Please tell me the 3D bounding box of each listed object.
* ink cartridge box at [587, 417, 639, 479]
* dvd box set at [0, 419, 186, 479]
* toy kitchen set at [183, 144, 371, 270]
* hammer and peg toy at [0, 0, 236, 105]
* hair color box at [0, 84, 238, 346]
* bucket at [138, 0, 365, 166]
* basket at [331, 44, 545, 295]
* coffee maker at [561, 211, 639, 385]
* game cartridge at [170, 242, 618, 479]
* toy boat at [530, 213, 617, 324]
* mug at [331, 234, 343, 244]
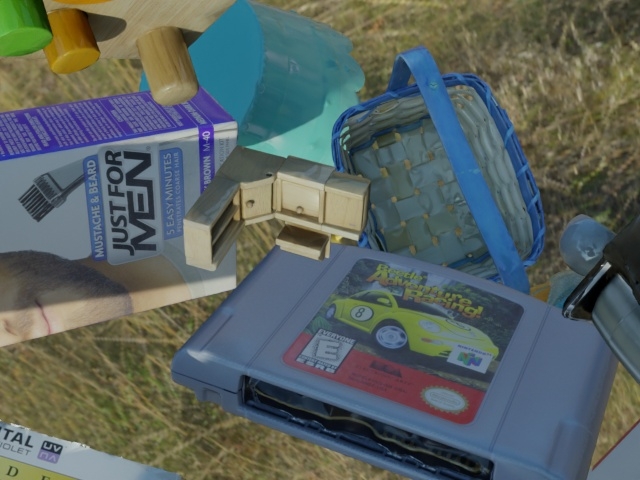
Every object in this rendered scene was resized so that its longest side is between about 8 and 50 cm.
[{"bbox_3d":[0.547,0.462,1.393,0.279,0.384,0.160,-49,10,6],"label":"ink cartridge box"},{"bbox_3d":[-0.273,0.280,0.505,0.307,0.062,0.420,18,53,-4],"label":"dvd box set"},{"bbox_3d":[-0.023,0.001,0.560,0.083,0.068,0.075,15,43,14],"label":"toy kitchen set"},{"bbox_3d":[-0.100,-0.202,0.592,0.361,0.266,0.127,-30,75,46],"label":"hammer and peg toy"},{"bbox_3d":[-0.245,-0.017,0.880,0.338,0.185,0.110,-13,35,-23],"label":"hair color box"},{"bbox_3d":[-0.097,-0.183,1.289,0.281,0.183,0.281,-13,71,40],"label":"bucket"},{"bbox_3d":[0.125,-0.049,1.021,0.201,0.289,0.255,-20,85,-9],"label":"basket"},{"bbox_3d":[0.219,0.054,0.451,0.120,0.171,0.178,-20,59,-17],"label":"coffee maker"},{"bbox_3d":[0.064,0.086,0.732,0.294,0.060,0.196,16,30,17],"label":"game cartridge"},{"bbox_3d":[0.276,0.093,1.119,0.148,0.318,0.267,35,52,2],"label":"toy boat"},{"bbox_3d":[-0.002,0.003,1.271,0.078,0.064,0.062,7,79,59],"label":"mug"}]
